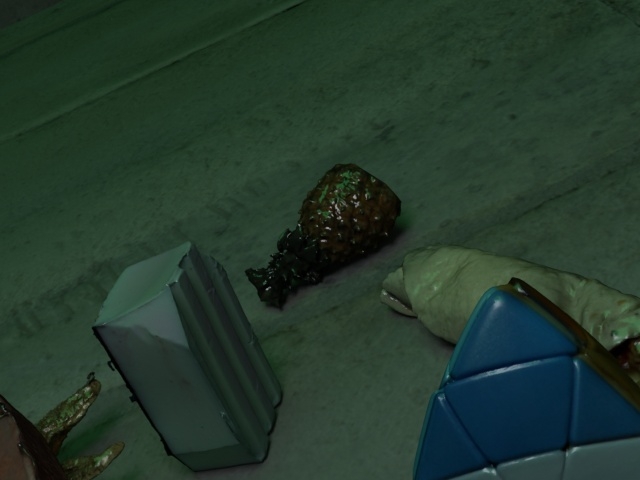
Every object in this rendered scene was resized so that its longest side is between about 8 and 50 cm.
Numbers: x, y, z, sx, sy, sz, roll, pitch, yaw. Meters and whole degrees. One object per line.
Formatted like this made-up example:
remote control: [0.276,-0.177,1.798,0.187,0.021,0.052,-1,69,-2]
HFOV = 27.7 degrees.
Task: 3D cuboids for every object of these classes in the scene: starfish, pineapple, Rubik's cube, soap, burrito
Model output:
starfish: [-0.332,0.254,1.346,0.302,0.060,0.299,-29,31,5]
pineapple: [0.000,0.000,1.502,0.198,0.108,0.108,-44,32,-9]
Rubik's cube: [0.149,0.170,1.058,0.254,0.254,0.254,-18,29,11]
soap: [-0.126,0.112,1.257,0.091,0.230,0.145,-14,30,18]
burrito: [0.192,0.071,1.253,0.117,0.076,0.392,-43,31,-18]

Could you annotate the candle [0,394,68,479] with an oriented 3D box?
candle: [-0.342,0.252,1.190,0.287,0.131,0.317,-13,44,26]
